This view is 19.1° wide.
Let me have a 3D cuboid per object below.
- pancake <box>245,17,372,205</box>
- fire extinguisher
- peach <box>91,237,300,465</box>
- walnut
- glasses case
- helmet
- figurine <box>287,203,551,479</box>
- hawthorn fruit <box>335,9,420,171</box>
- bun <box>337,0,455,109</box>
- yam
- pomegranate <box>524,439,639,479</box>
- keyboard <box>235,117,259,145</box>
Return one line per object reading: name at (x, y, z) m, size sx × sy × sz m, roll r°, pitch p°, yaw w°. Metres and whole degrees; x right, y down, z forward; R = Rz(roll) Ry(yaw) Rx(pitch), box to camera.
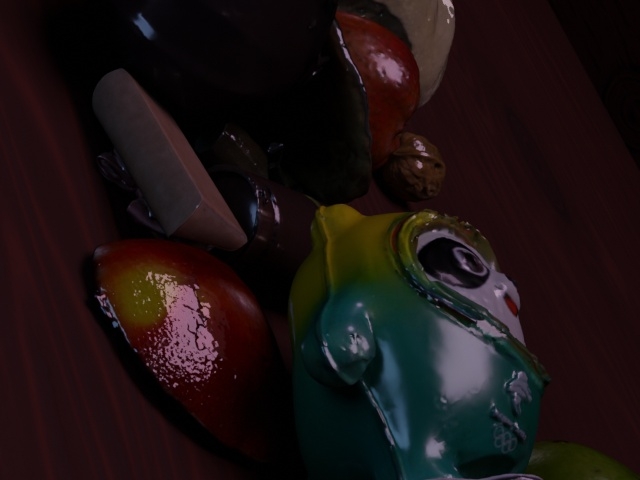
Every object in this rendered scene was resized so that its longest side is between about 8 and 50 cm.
pancake at (-0.020, -0.149, 1.912) m, size 0.031 × 0.250 × 0.250 m, roll -19°, pitch 69°, yaw -27°
fire extinguisher at (0.000, 0.000, 1.812) m, size 0.105 × 0.141 × 0.341 m, roll 21°, pitch 0°, yaw 34°
peach at (-0.077, 0.090, 1.555) m, size 0.279 × 0.068 × 0.189 m, roll 39°, pitch 26°, yaw -41°
walnut at (0.112, -0.089, 2.348) m, size 0.096 × 0.083 × 0.079 m, roll 34°, pitch 54°, yaw -52°
glasses case at (-0.136, -0.050, 1.645) m, size 0.102 × 0.070 × 0.193 m, roll 42°, pitch 12°, yaw -50°
helmet at (-0.120, -0.198, 1.765) m, size 0.225 × 0.177 × 0.305 m, roll 42°, pitch -19°, yaw 7°
figurine at (0.077, 0.127, 1.589) m, size 0.323 × 0.231 × 0.340 m, roll 43°, pitch 23°, yaw -41°
hawthorn fruit at (0.007, -0.169, 2.083) m, size 0.200 × 0.179 × 0.179 m, roll 32°, pitch 24°, yaw -15°
bun at (0.053, -0.342, 2.450) m, size 0.364 × 0.202 × 0.364 m, roll 49°, pitch 16°, yaw -20°
yam at (-0.067, -0.066, 1.882) m, size 0.132 × 0.054 × 0.054 m, roll 46°, pitch 20°, yaw -25°
pomegranate at (0.231, 0.325, 1.676) m, size 0.309 × 0.216 × 0.358 m, roll 60°, pitch 19°, yaw 4°
keyboard at (-0.120, -0.168, 1.980) m, size 0.231 × 0.023 × 0.072 m, roll 61°, pitch 21°, yaw 18°
